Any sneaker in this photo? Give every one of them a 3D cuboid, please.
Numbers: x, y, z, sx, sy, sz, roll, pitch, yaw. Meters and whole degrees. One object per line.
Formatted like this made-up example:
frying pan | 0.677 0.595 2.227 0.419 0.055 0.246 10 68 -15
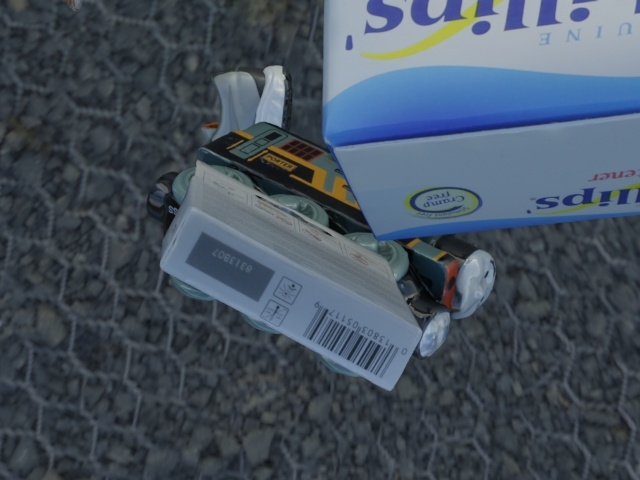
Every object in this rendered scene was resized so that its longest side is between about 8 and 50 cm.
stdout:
sneaker | -0.097 -0.089 1.824 0.108 0.100 0.271 7 108 2

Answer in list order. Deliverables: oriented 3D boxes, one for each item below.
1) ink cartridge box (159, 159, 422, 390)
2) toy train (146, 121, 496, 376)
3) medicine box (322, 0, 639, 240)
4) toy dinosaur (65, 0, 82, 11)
ink cartridge box | -0.026 0.019 1.119 0.189 0.232 0.066 28 95 -9
toy train | 0.000 0.000 1.368 0.334 0.190 0.142 25 129 29
medicine box | 0.146 -0.165 0.934 0.263 0.149 0.289 -6 63 14
toy dinosaur | -0.219 -0.351 1.687 0.211 0.112 0.064 -47 131 -20
